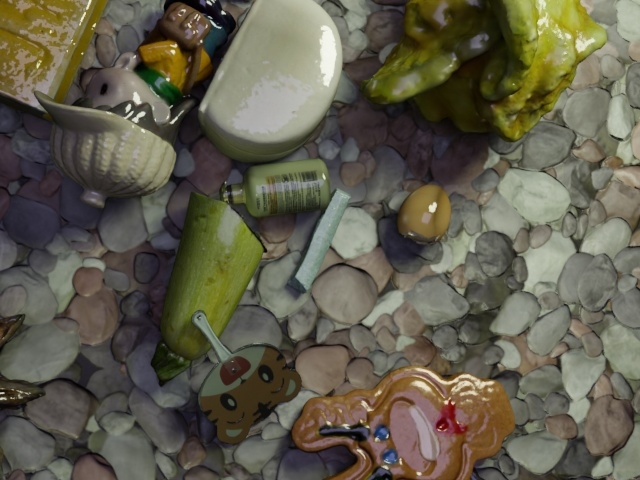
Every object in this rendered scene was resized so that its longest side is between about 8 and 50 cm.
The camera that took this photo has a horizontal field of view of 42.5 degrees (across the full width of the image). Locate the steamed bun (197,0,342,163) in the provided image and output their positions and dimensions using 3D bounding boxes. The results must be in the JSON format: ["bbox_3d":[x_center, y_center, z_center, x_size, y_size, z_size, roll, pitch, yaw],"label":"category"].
[{"bbox_3d":[-0.061,-0.227,1.205,0.164,0.146,0.241,26,81,-3],"label":"steamed bun"}]

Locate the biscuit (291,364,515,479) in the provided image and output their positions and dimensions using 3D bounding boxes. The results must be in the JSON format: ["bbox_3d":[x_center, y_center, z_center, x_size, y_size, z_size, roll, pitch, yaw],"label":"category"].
[{"bbox_3d":[0.130,0.293,1.227,0.334,0.047,0.202,-15,79,-10],"label":"biscuit"}]

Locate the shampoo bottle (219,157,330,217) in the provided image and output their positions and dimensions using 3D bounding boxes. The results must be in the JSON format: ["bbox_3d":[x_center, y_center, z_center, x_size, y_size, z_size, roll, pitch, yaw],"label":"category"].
[{"bbox_3d":[-0.069,-0.076,1.225,0.162,0.079,0.079,-8,86,-9],"label":"shampoo bottle"}]

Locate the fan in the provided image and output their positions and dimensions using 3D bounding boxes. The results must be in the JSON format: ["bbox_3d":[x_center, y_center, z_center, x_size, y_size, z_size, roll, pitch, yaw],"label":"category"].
[{"bbox_3d":[-0.126,0.184,1.175,0.152,0.008,0.226,-36,121,-11],"label":"fan"}]

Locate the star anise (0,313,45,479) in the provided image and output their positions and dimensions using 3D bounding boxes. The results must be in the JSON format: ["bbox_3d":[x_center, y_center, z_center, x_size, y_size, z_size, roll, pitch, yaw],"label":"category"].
[{"bbox_3d":[-0.540,0.199,1.111,0.332,0.117,0.331,3,79,-16],"label":"star anise"}]

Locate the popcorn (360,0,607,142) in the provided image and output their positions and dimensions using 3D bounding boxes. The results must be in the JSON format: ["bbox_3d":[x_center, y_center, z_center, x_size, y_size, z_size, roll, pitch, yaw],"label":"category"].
[{"bbox_3d":[0.244,-0.285,1.168,0.290,0.325,0.321,26,75,-5],"label":"popcorn"}]

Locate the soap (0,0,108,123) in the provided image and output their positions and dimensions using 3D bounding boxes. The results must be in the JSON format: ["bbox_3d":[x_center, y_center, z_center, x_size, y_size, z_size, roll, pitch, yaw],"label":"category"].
[{"bbox_3d":[-0.413,-0.328,1.191,0.173,0.089,0.274,21,81,-6],"label":"soap"}]

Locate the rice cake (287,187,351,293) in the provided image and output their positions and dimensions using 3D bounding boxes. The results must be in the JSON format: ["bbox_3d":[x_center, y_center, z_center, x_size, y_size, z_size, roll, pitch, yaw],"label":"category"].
[{"bbox_3d":[-0.001,0.000,1.255,0.033,0.029,0.170,27,83,-12],"label":"rice cake"}]

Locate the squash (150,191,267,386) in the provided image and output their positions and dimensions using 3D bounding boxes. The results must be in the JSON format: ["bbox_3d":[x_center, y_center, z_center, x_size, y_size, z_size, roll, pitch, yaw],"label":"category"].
[{"bbox_3d":[-0.159,0.084,1.183,0.137,0.137,0.287,15,89,-7],"label":"squash"}]

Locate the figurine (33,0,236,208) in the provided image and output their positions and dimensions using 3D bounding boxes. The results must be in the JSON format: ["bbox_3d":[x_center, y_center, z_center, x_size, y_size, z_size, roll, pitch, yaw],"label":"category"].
[{"bbox_3d":[-0.240,-0.198,1.172,0.332,0.185,0.204,-44,117,-26],"label":"figurine"}]

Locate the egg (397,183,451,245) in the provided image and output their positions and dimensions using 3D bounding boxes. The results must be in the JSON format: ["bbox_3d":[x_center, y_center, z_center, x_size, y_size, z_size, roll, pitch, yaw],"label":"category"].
[{"bbox_3d":[0.160,-0.041,1.257,0.080,0.080,0.096,20,85,-7],"label":"egg"}]

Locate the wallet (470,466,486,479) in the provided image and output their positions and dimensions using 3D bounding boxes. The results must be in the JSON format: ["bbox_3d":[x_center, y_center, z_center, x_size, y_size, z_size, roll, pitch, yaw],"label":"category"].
[{"bbox_3d":[0.163,0.502,1.223,0.321,0.044,0.170,-41,82,-14],"label":"wallet"}]
